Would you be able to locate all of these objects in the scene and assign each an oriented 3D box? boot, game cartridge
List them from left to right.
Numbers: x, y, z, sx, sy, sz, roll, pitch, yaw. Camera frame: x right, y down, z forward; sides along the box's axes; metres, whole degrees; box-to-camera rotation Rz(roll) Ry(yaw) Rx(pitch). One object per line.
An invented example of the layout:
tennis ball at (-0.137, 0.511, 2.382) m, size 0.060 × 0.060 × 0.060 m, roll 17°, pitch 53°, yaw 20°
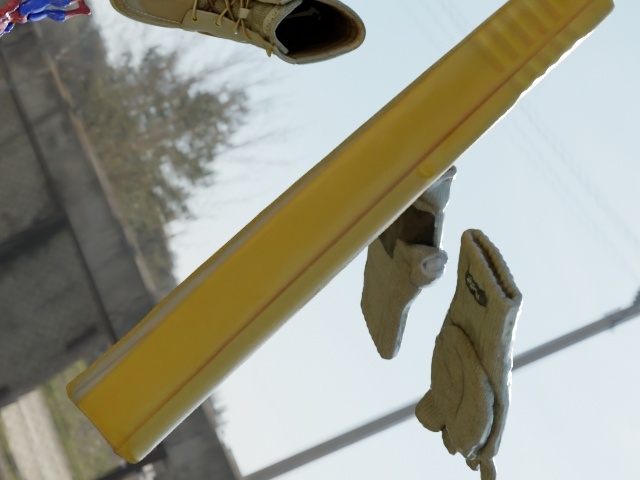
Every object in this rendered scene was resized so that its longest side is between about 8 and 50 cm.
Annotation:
boot at (-0.097, -0.264, 1.392) m, size 0.203 × 0.262 × 0.095 m, roll -135°, pitch -125°, yaw -61°
game cartridge at (0.000, 0.000, 0.696) m, size 0.052 × 0.324 × 0.285 m, roll 49°, pitch -12°, yaw 2°

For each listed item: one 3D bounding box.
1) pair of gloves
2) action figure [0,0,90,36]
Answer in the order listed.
pair of gloves at (0.088, 0.041, 0.901) m, size 0.240 × 0.042 × 0.204 m, roll -118°, pitch -154°, yaw -49°
action figure at (-0.243, -0.189, 1.005) m, size 0.030 × 0.115 × 0.038 m, roll 58°, pitch -35°, yaw 9°
